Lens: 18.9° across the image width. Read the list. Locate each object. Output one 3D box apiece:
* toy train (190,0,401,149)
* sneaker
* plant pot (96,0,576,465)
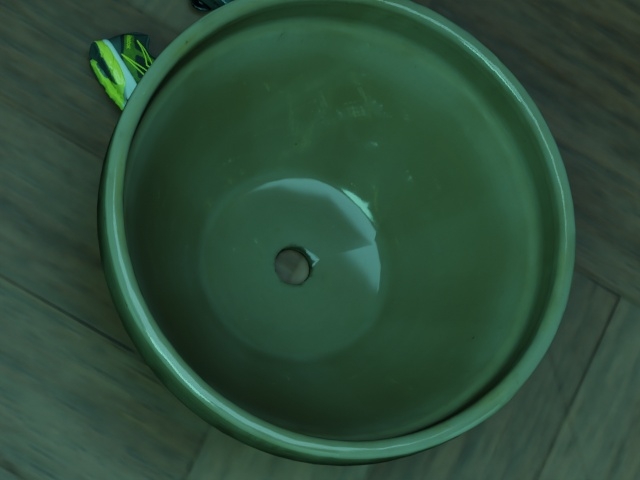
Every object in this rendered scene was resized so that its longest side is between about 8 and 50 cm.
[{"bbox_3d":[-0.004,-0.097,1.038,0.158,0.027,0.036,40,57,-2],"label":"toy train"},{"bbox_3d":[-0.087,-0.075,1.003,0.035,0.031,0.083,-30,84,-22],"label":"sneaker"},{"bbox_3d":[0.000,0.000,0.965,0.237,0.110,0.237,4,74,-15],"label":"plant pot"}]
